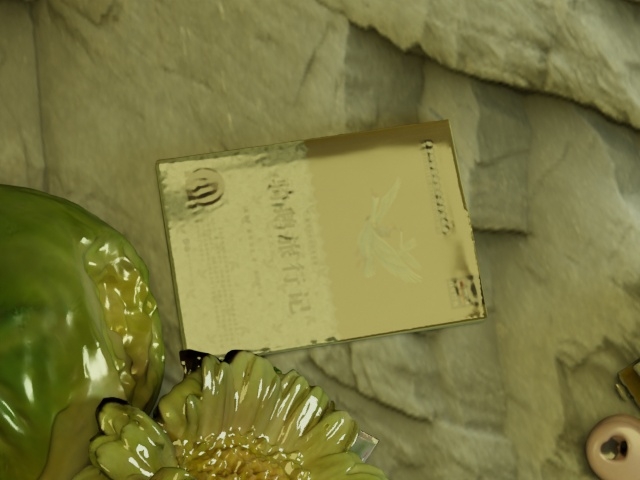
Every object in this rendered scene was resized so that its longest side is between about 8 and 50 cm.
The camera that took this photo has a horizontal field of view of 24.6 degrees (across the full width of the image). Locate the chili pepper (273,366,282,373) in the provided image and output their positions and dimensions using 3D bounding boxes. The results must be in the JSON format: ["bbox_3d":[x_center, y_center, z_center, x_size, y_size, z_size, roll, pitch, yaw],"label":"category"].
[{"bbox_3d":[-0.022,0.159,1.461,0.030,0.017,0.083,-42,83,-13],"label":"chili pepper"}]

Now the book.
[{"bbox_3d":[0.000,0.000,1.497,0.310,0.021,0.217,-9,78,-6],"label":"book"}]

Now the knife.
[{"bbox_3d":[0.373,0.317,1.439,0.081,0.043,0.336,-38,83,15],"label":"knife"}]

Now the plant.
[{"bbox_3d":[-0.078,0.230,1.335,0.305,0.297,0.261,22,61,-12],"label":"plant"}]

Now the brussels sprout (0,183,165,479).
[{"bbox_3d":[-0.290,0.114,1.323,0.344,0.268,0.344,3,78,-14],"label":"brussels sprout"}]

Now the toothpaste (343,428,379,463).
[{"bbox_3d":[0.000,0.259,1.435,0.045,0.028,0.170,26,75,11],"label":"toothpaste"}]

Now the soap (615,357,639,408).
[{"bbox_3d":[0.442,0.196,1.452,0.173,0.089,0.274,-34,83,-11],"label":"soap"}]
